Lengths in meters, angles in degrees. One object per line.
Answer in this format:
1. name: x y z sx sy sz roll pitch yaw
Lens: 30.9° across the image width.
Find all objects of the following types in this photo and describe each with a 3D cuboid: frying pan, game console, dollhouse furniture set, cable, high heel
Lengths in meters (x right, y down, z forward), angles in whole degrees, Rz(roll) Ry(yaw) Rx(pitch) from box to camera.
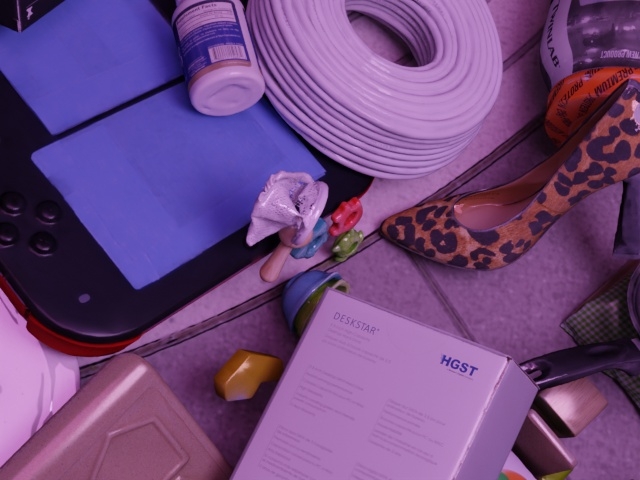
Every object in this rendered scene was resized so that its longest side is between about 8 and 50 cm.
1. frying pan: 0.325 0.100 1.001 0.326 0.053 0.197 -35 50 -27
2. game console: -0.163 -0.109 1.013 0.387 0.060 0.342 -33 84 -37
3. dollhouse furniture set: 0.319 0.131 1.058 0.301 0.151 0.197 -39 86 -20
4. cable: 0.057 -0.186 1.085 0.257 0.089 0.257 49 51 3
5. high heel: 0.178 -0.066 1.049 0.261 0.186 0.093 -1 40 10

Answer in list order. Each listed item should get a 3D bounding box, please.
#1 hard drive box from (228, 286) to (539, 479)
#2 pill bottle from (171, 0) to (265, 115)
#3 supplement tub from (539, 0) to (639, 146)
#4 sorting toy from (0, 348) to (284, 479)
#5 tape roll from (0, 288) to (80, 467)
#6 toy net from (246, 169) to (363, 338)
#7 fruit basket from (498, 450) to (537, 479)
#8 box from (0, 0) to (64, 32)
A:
1. hard drive box: 0.041 0.178 0.934 0.181 0.089 0.232 21 77 33
2. pill bottle: -0.093 -0.175 1.017 0.067 0.067 0.120 -9 65 -15
3. supplement tub: 0.336 -0.246 1.140 0.207 0.207 0.338 20 71 -6
4. sorting toy: -0.127 0.204 0.939 0.307 0.041 0.229 -46 124 -20
5. tape roll: -0.339 0.124 0.940 0.286 0.100 0.286 3 74 -11
6. toy net: 0.000 0.000 0.987 0.045 0.232 0.122 41 76 21
7. fruit basket: 0.112 0.358 0.940 0.327 0.165 0.353 -36 75 -10
8. box: -0.219 -0.325 0.985 0.103 0.184 0.261 21 44 16
